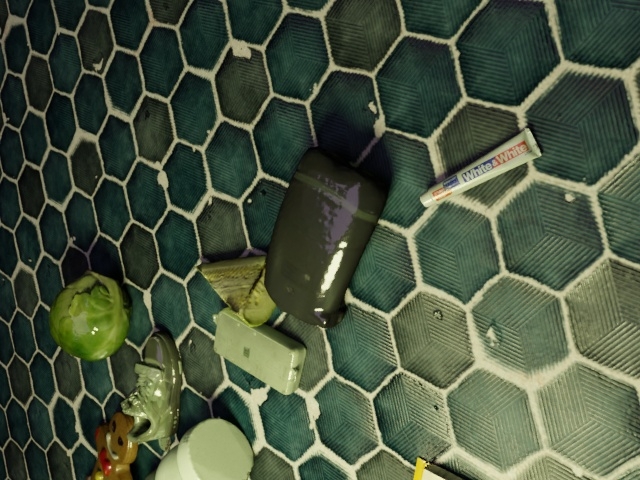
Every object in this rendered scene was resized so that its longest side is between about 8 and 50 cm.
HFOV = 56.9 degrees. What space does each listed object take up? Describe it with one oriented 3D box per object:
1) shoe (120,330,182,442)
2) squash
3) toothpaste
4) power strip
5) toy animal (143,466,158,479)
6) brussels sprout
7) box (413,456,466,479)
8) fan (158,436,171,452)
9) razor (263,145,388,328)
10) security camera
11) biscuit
[{"bbox_3d":[-0.451,0.393,1.542,0.109,0.149,0.293,4,99,38],"label":"shoe"},{"bbox_3d":[-0.215,0.131,1.355,0.252,0.093,0.169,-8,46,37],"label":"squash"},{"bbox_3d":[0.268,-0.117,1.012,0.218,0.033,0.052,-29,82,31],"label":"toothpaste"},{"bbox_3d":[-0.147,0.249,1.357,0.270,0.046,0.118,22,111,32],"label":"power strip"},{"bbox_3d":[-0.449,0.728,1.626,0.137,0.082,0.269,45,123,27],"label":"toy animal"},{"bbox_3d":[-0.628,0.208,1.622,0.244,0.244,0.244,5,99,36],"label":"brussels sprout"},{"bbox_3d":[0.271,0.512,1.084,0.247,0.033,0.129,16,106,34],"label":"box"},{"bbox_3d":[-0.443,0.555,1.644,0.083,0.004,0.056,18,106,35],"label":"fan"},{"bbox_3d":[-0.001,-0.001,1.175,0.204,0.113,0.349,31,113,28],"label":"razor"},{"bbox_3d":[-0.296,0.560,1.416,0.236,0.194,0.195,-43,70,29],"label":"security camera"},{"bbox_3d":[-0.616,0.666,1.710,0.283,0.064,0.432,49,125,40],"label":"biscuit"}]
